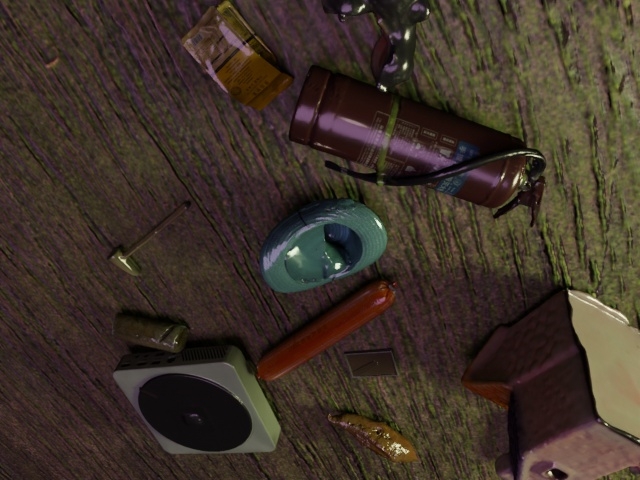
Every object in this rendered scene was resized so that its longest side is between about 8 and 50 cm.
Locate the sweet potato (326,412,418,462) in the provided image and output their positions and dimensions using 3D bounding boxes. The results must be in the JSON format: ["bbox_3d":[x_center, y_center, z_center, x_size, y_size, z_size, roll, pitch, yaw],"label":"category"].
[{"bbox_3d":[0.106,0.379,1.076,0.205,0.068,0.060,27,102,-2],"label":"sweet potato"}]

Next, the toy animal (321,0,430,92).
[{"bbox_3d":[0.101,-0.317,0.541,0.168,0.106,0.343,25,133,-16],"label":"toy animal"}]

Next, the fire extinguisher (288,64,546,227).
[{"bbox_3d":[0.131,-0.104,0.693,0.341,0.105,0.141,20,145,-3],"label":"fire extinguisher"}]

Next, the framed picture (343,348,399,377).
[{"bbox_3d":[0.092,0.222,0.997,0.089,0.007,0.066,-8,124,18],"label":"framed picture"}]

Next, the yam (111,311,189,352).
[{"bbox_3d":[-0.311,0.167,1.012,0.132,0.054,0.054,11,127,6],"label":"yam"}]

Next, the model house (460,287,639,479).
[{"bbox_3d":[0.364,0.247,0.824,0.202,0.237,0.237,27,131,-17],"label":"model house"}]

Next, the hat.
[{"bbox_3d":[0.000,0.000,0.815,0.190,0.078,0.138,-22,129,4],"label":"hat"}]

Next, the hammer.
[{"bbox_3d":[-0.266,-0.001,0.898,0.195,0.028,0.060,-32,119,28],"label":"hammer"}]

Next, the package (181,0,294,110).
[{"bbox_3d":[-0.100,-0.221,0.686,0.071,0.047,0.131,-32,112,26],"label":"package"}]

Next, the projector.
[{"bbox_3d":[-0.234,0.312,1.086,0.257,0.079,0.259,-8,124,17],"label":"projector"}]

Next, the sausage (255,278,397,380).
[{"bbox_3d":[0.001,0.158,0.940,0.053,0.053,0.347,41,123,-18],"label":"sausage"}]
